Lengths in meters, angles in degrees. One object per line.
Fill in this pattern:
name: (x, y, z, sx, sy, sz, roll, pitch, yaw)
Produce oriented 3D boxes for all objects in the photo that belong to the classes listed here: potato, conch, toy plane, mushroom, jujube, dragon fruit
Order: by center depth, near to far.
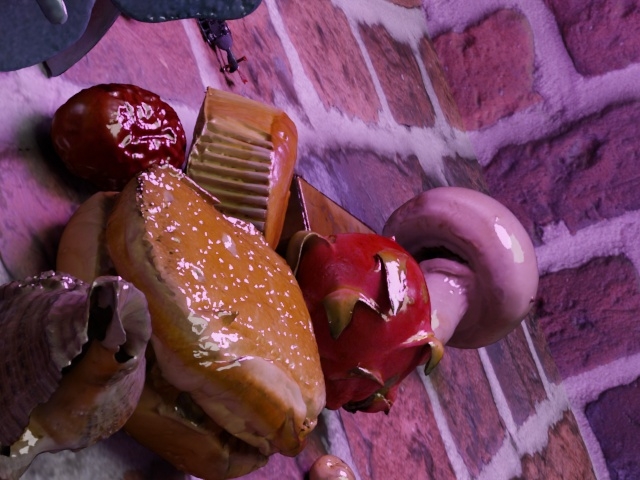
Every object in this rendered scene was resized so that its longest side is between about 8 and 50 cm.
conch: (-0.210, 0.102, 1.092, 0.163, 0.245, 0.178, 26, 55, -15)
jujube: (-0.209, -0.107, 1.438, 0.112, 0.109, 0.176, 50, 13, 20)
potato: (0.017, 0.310, 1.712, 0.068, 0.062, 0.083, -20, 110, -58)
dragon fruit: (0.044, 0.103, 1.795, 0.224, 0.224, 0.227, 48, 29, -47)
toy plane: (-0.140, -0.290, 1.969, 0.145, 0.037, 0.060, 64, 7, 1)
mushroom: (0.198, 0.067, 2.264, 0.290, 0.292, 0.292, -34, 104, -42)

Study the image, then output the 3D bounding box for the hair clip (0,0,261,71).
hair clip: (-0.211, -0.330, 1.247, 0.238, 0.318, 0.392, 22, -41, 64)

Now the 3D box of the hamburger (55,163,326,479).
hamburger: (-0.125, 0.081, 1.355, 0.304, 0.174, 0.284, 50, 22, -44)

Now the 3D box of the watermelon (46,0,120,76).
watermelon: (-0.256, -0.351, 1.475, 0.176, 0.260, 0.256, 27, 26, -46)

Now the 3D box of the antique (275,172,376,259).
antique: (0.000, 0.000, 1.960, 0.310, 0.087, 0.093, 33, 41, -62)

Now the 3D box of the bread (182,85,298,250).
bread: (-0.100, -0.068, 1.589, 0.250, 0.133, 0.179, -89, -168, -67)
